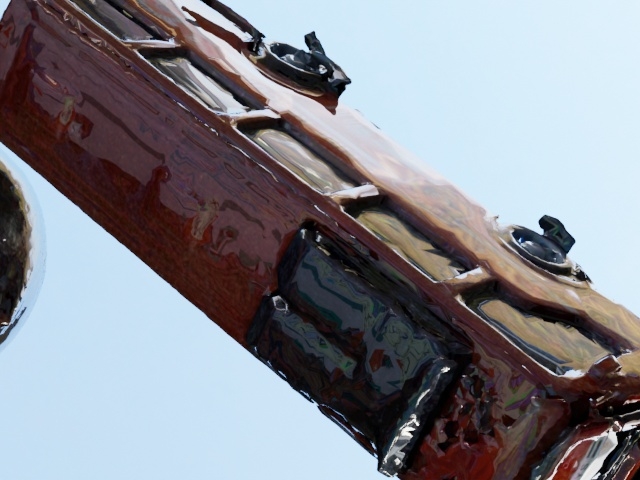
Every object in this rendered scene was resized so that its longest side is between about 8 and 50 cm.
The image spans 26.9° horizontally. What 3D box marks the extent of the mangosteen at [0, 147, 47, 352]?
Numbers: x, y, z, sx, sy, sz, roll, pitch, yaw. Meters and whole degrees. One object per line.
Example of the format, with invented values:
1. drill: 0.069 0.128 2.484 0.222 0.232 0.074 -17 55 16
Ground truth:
1. mangosteen: -0.393 0.038 1.148 0.307 0.307 0.347 27 -126 -42

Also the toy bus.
1. toy bus: 0.000 0.000 0.402 0.235 0.074 0.096 39 -152 25
